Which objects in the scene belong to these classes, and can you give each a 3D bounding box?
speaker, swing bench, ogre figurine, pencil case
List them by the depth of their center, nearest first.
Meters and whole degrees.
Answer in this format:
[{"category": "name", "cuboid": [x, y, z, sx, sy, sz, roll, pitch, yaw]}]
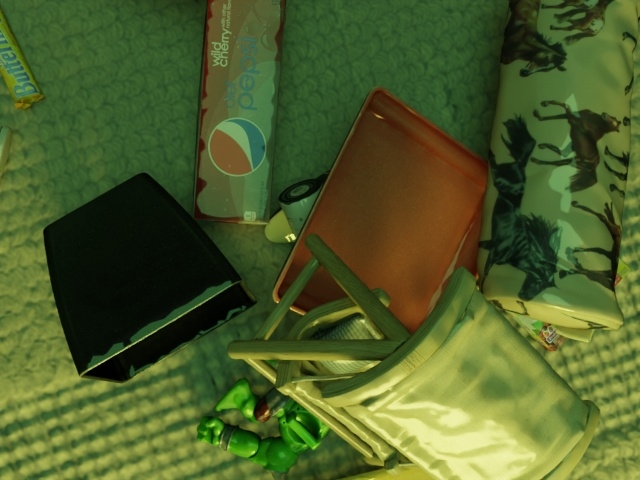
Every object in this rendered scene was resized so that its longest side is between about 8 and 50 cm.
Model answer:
[{"category": "swing bench", "cuboid": [0.091, 0.141, 0.867, 0.253, 0.254, 0.165, 43, 74, -32]}, {"category": "pencil case", "cuboid": [0.277, -0.096, 0.995, 0.183, 0.159, 0.411, 13, 81, -43]}, {"category": "ogre figurine", "cuboid": [-0.042, 0.193, 1.022, 0.197, 0.097, 0.118, -41, 81, -16]}, {"category": "speaker", "cuboid": [0.000, 0.000, 1.023, 0.055, 0.055, 0.136, -26, 115, -5]}]

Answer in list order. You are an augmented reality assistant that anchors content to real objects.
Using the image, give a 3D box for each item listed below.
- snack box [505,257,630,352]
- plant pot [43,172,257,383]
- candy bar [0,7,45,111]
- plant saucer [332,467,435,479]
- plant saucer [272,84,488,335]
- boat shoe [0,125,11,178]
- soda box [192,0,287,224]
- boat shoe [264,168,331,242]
[{"category": "snack box", "cuboid": [0.296, 0.052, 1.082, 0.100, 0.037, 0.141, 43, 85, -2]}, {"category": "plant pot", "cuboid": [-0.198, 0.037, 0.975, 0.187, 0.188, 0.167, -30, 79, -5]}, {"category": "candy bar", "cuboid": [-0.374, -0.230, 1.035, 0.040, 0.018, 0.162, -25, 91, -5]}, {"category": "plant saucer", "cuboid": [0.126, 0.422, 0.995, 0.332, 0.081, 0.333, -10, 74, -14]}, {"category": "plant saucer", "cuboid": [0.086, -0.007, 1.014, 0.259, 0.047, 0.259, 28, 86, -33]}, {"category": "boat shoe", "cuboid": [-0.389, -0.088, 1.024, 0.035, 0.035, 0.100, 17, 94, -8]}, {"category": "soda box", "cuboid": [-0.096, -0.152, 1.016, 0.092, 0.083, 0.263, 4, 93, -7]}, {"category": "boat shoe", "cuboid": [-0.009, -0.043, 1.056, 0.133, 0.042, 0.049, -34, 117, 6]}]
